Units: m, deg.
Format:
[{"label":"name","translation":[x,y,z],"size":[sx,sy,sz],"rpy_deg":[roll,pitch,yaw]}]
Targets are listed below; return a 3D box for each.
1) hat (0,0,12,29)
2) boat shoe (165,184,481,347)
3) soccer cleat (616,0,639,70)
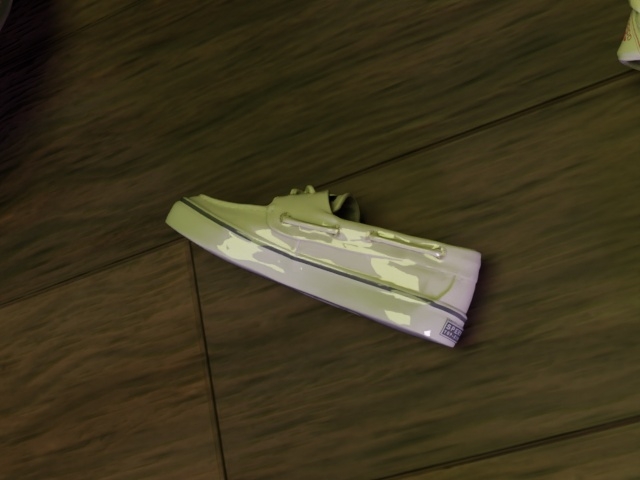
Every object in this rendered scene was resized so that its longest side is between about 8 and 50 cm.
[{"label":"hat","translation":[-0.426,-0.181,1.158],"size":[0.331,0.134,0.331],"rpy_deg":[-8,61,14]},{"label":"boat shoe","translation":[0.000,0.000,0.904],"size":[0.267,0.096,0.088],"rpy_deg":[20,85,30]},{"label":"soccer cleat","translation":[0.266,-0.196,0.786],"size":[0.143,0.116,0.331],"rpy_deg":[-12,74,26]}]
